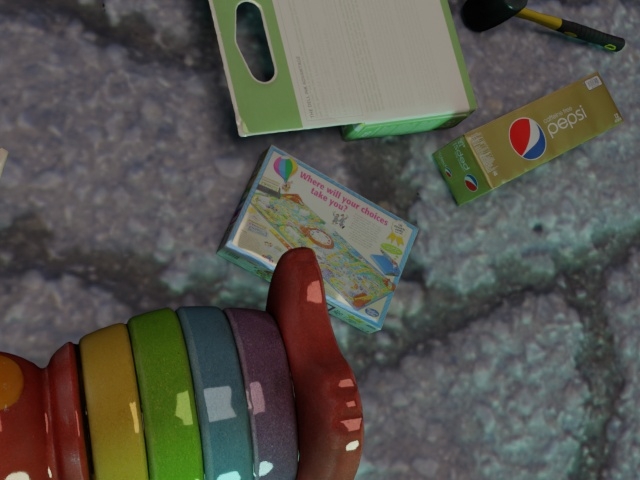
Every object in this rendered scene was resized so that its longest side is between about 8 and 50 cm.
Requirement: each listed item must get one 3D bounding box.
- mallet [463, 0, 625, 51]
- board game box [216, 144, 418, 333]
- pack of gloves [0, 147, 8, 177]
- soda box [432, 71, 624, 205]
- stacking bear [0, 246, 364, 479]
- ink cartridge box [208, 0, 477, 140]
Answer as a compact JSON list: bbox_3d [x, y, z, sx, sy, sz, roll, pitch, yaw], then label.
[{"bbox_3d":[0.237,-0.222,1.033,0.189,0.062,0.039,7,75,-22],"label":"mallet"},{"bbox_3d":[0.000,0.000,0.891,0.154,0.026,0.103,29,67,-14],"label":"board game box"},{"bbox_3d":[-0.324,0.041,0.708,0.195,0.046,0.232,7,75,9],"label":"pack of gloves"},{"bbox_3d":[0.199,-0.098,0.984,0.181,0.061,0.058,-26,88,-27],"label":"soda box"},{"bbox_3d":[-0.135,0.124,0.730,0.288,0.164,0.175,-6,47,-13],"label":"stacking bear"},{"bbox_3d":[0.013,-0.176,0.928,0.235,0.056,0.171,-10,80,-22],"label":"ink cartridge box"}]
